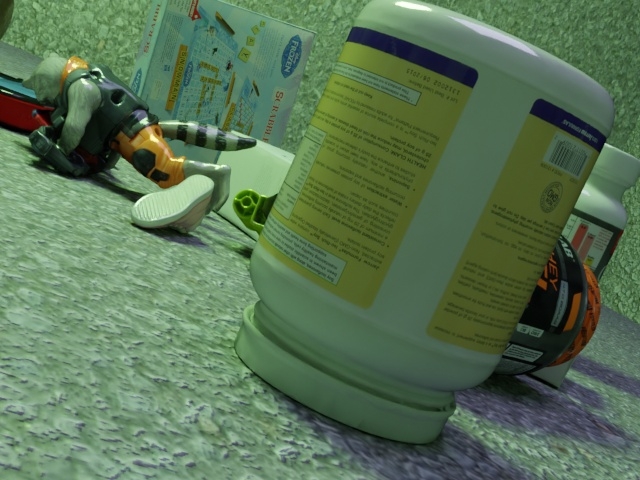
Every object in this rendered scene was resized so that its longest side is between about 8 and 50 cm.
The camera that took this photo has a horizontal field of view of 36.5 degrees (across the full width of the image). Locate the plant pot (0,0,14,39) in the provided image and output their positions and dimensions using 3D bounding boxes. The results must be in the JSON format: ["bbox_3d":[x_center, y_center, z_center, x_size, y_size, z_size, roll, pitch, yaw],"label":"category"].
[{"bbox_3d":[-0.605,-0.405,1.424,0.280,0.323,0.323,44,14,20],"label":"plant pot"}]

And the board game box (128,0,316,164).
[{"bbox_3d":[-0.194,-0.281,1.803,0.318,0.319,0.066,11,13,-36],"label":"board game box"}]

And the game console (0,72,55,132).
[{"bbox_3d":[-0.561,-0.264,1.653,0.342,0.060,0.386,26,7,9],"label":"game console"}]

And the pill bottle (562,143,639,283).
[{"bbox_3d":[0.403,-0.002,1.689,0.210,0.363,0.210,24,7,-3],"label":"pill bottle"}]

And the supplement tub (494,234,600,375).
[{"bbox_3d":[0.190,0.053,1.201,0.338,0.207,0.207,18,10,-42],"label":"supplement tub"}]

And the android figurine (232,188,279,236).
[{"bbox_3d":[0.000,0.000,1.339,0.248,0.056,0.273,19,-9,11],"label":"android figurine"}]

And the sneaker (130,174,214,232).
[{"bbox_3d":[-0.191,-0.031,1.238,0.051,0.070,0.134,36,40,18],"label":"sneaker"}]

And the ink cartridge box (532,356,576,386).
[{"bbox_3d":[0.282,0.128,1.446,0.208,0.087,0.153,25,7,14],"label":"ink cartridge box"}]

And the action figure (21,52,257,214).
[{"bbox_3d":[-0.277,-0.165,1.430,0.330,0.178,0.341,33,8,-9],"label":"action figure"}]

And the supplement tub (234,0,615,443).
[{"bbox_3d":[0.082,-0.018,0.851,0.241,0.331,0.241,24,7,-3],"label":"supplement tub"}]

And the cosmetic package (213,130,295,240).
[{"bbox_3d":[-0.033,-0.059,1.585,0.224,0.138,0.224,19,8,-40],"label":"cosmetic package"}]
